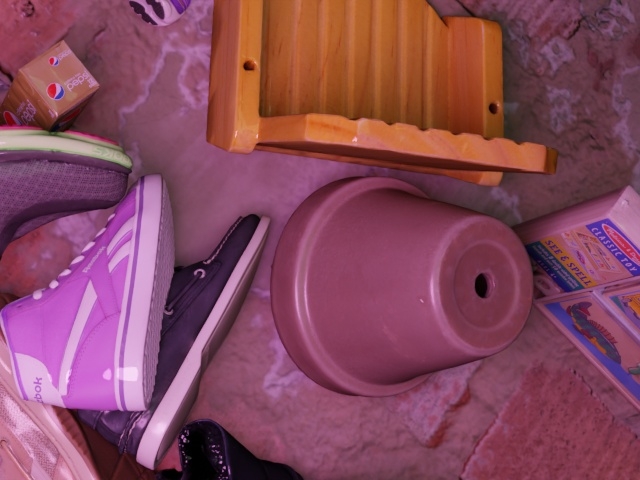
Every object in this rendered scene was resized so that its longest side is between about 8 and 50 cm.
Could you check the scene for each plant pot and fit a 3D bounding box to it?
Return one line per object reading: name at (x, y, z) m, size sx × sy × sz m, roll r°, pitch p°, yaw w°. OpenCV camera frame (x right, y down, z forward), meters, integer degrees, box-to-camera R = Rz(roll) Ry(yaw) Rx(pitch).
plant pot at (0.111, 0.050, 1.256) m, size 0.263 × 0.229 × 0.263 m, roll 3°, pitch 86°, yaw -35°

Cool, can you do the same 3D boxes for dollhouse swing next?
dollhouse swing at (0.080, -0.208, 1.283) m, size 0.347 × 0.305 × 0.315 m, roll 6°, pitch 77°, yaw -21°

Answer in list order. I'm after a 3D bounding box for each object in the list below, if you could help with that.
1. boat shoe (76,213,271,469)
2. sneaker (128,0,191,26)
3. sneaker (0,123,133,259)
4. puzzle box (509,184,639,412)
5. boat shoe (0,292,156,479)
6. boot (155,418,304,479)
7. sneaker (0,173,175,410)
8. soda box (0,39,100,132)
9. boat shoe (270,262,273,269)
boat shoe at (-0.155, 0.083, 1.210) m, size 0.113 × 0.127 × 0.340 m, roll 22°, pitch 55°, yaw 4°
sneaker at (-0.217, -0.333, 1.324) m, size 0.071 × 0.068 × 0.170 m, roll -45°, pitch 107°, yaw -39°
sneaker at (-0.400, 0.027, 1.065) m, size 0.483 × 0.185 × 0.202 m, roll -24°, pitch 98°, yaw -17°
puzzle box at (0.419, 0.117, 1.378) m, size 0.409 × 0.272 × 0.052 m, roll 44°, pitch 66°, yaw -9°
boat shoe at (-0.273, 0.220, 1.159) m, size 0.110 × 0.121 × 0.341 m, roll -33°, pitch 89°, yaw 13°
boot at (-0.102, 0.325, 1.154) m, size 0.207 × 0.094 × 0.246 m, roll 41°, pitch 53°, yaw -54°
sneaker at (-0.233, 0.038, 1.105) m, size 0.161 × 0.102 × 0.282 m, roll 0°, pitch 45°, yaw 4°
soda box at (-0.291, -0.142, 1.175) m, size 0.058 × 0.181 × 0.061 m, roll -41°, pitch 97°, yaw -27°
boat shoe at (0.000, 0.000, 1.346) m, size 0.142 × 0.049 × 0.040 m, roll -43°, pitch 98°, yaw -27°
